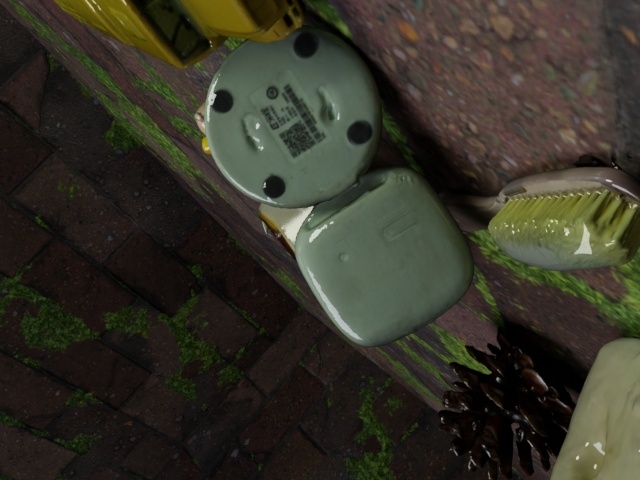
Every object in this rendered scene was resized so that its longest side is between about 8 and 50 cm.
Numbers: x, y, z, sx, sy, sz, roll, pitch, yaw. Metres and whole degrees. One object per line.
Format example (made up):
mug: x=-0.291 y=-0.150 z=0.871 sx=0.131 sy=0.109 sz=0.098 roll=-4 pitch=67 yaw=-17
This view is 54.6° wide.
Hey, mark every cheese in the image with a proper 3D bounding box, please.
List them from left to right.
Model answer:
cheese: x=0.320 y=0.250 z=0.536 sx=0.251 sy=0.247 sz=0.173 roll=35 pitch=172 yaw=0

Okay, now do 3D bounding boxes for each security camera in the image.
security camera: x=0.017 y=-0.049 z=0.567 sx=0.301 sy=0.157 sz=0.080 roll=57 pitch=-169 yaw=-6

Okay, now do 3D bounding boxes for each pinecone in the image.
pinecone: x=0.253 y=0.232 z=0.849 sx=0.208 sy=0.207 sz=0.207 roll=40 pitch=171 yaw=8

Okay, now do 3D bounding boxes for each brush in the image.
brush: x=0.155 y=-0.013 z=0.523 sx=0.072 sy=0.067 sz=0.313 roll=42 pitch=173 yaw=-11

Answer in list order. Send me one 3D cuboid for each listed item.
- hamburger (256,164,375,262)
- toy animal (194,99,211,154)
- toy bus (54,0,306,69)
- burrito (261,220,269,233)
hamburger: x=0.046 y=-0.002 z=0.759 sx=0.227 sy=0.151 sz=0.295 roll=46 pitch=-178 yaw=22
toy animal: x=-0.140 y=-0.183 z=0.926 sx=0.082 sy=0.091 sz=0.114 roll=61 pitch=-162 yaw=-10
toy bus: x=-0.161 y=-0.243 z=0.550 sx=0.336 sy=0.123 sz=0.121 roll=34 pitch=168 yaw=40
burrito: x=0.000 y=0.000 z=1.134 sx=0.229 sy=0.089 sz=0.144 roll=42 pitch=157 yaw=-6
